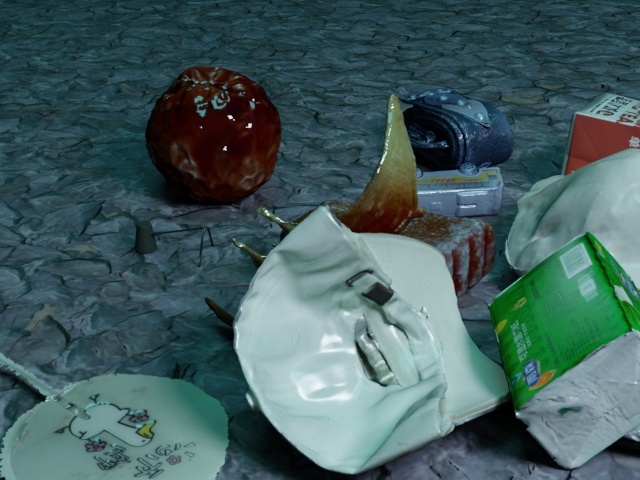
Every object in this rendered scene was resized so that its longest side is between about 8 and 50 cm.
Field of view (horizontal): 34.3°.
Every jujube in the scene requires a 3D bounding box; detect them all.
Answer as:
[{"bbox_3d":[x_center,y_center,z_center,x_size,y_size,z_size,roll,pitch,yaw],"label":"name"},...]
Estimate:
[{"bbox_3d":[-0.169,-0.163,1.623,0.213,0.213,0.232,-5,21,-7],"label":"jujube"}]

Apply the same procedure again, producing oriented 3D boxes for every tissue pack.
[{"bbox_3d":[0.281,0.124,1.068,0.148,0.156,0.209,-38,21,17],"label":"tissue pack"}]

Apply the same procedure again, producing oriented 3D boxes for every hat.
[{"bbox_3d":[0.064,0.117,1.089,0.301,0.168,0.258,4,53,-49],"label":"hat"}]

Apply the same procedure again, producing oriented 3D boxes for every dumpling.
[{"bbox_3d":[0.368,-0.011,1.301,0.260,0.181,0.341,-22,50,-19],"label":"dumpling"}]

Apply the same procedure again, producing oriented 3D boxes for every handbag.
[{"bbox_3d":[0.520,-0.113,1.530,0.298,0.151,0.171,16,25,25],"label":"handbag"}]

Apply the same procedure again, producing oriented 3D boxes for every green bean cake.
[{"bbox_3d":[0.080,0.021,1.329,0.233,0.097,0.198,16,31,32],"label":"green bean cake"}]

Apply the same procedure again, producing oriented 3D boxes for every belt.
[{"bbox_3d":[0.208,-0.172,1.701,0.128,0.122,0.218,-15,22,-22],"label":"belt"}]

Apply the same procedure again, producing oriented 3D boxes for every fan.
[{"bbox_3d":[-0.268,0.178,1.112,0.415,0.012,0.233,24,34,37],"label":"fan"}]

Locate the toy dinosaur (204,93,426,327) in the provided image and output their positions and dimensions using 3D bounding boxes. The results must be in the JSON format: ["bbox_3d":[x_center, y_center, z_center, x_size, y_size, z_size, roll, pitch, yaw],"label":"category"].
[{"bbox_3d":[-0.004,-0.007,1.161,0.207,0.327,0.113,0,42,-17],"label":"toy dinosaur"}]

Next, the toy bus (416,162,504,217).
[{"bbox_3d":[0.181,-0.071,1.556,0.190,0.064,0.075,-3,31,-4],"label":"toy bus"}]

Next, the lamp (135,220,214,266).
[{"bbox_3d":[-0.208,-0.005,1.445,0.121,0.054,0.041,10,28,23],"label":"lamp"}]
